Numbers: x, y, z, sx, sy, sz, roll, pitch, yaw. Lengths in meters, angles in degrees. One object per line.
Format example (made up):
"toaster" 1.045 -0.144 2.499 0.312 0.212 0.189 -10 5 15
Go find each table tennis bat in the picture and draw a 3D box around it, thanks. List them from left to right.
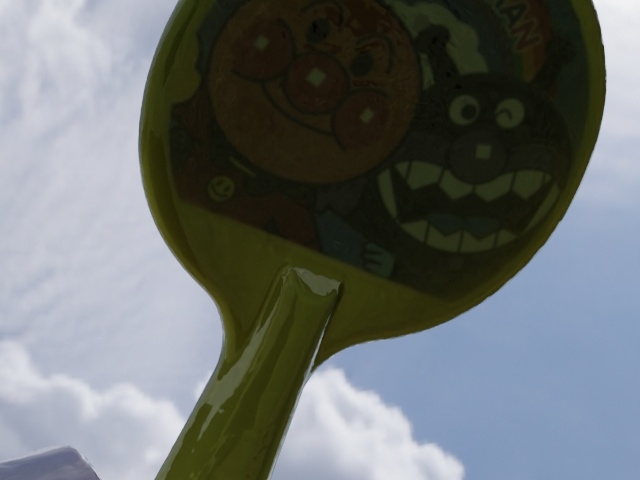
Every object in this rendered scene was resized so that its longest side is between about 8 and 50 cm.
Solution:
"table tennis bat" 0.000 0.000 0.834 0.224 0.054 0.369 20 -75 -22

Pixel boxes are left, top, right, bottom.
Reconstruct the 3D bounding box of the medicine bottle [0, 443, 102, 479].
"medicine bottle" -0.220 0.208 0.612 0.325 0.212 0.212 -12 -48 -19
